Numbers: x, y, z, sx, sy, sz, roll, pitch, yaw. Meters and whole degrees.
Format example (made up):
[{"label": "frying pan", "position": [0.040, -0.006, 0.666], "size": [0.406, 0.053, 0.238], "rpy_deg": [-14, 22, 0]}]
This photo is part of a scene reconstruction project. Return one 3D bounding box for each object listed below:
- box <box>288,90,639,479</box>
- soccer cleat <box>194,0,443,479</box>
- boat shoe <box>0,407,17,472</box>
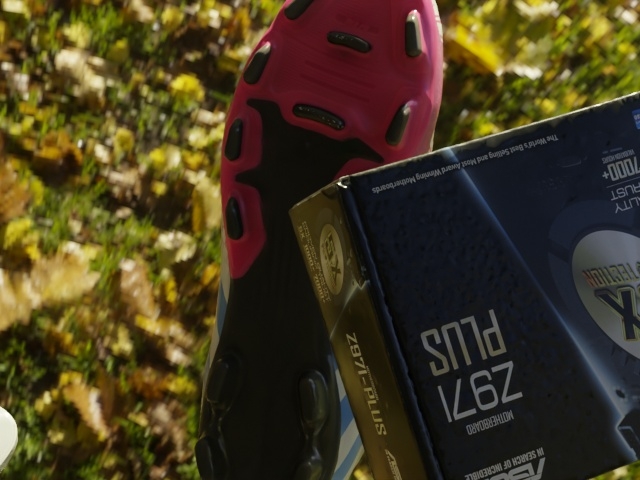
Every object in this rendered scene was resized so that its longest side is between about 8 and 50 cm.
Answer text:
[{"label": "box", "position": [0.097, 0.025, 0.609], "size": [0.180, 0.077, 0.147], "rpy_deg": [-16, 87, -18]}, {"label": "soccer cleat", "position": [0.000, 0.000, 0.830], "size": [0.116, 0.143, 0.331], "rpy_deg": [14, 95, 15]}, {"label": "boat shoe", "position": [-0.314, 0.201, 1.027], "size": [0.219, 0.070, 0.078], "rpy_deg": [-37, 65, -23]}]
